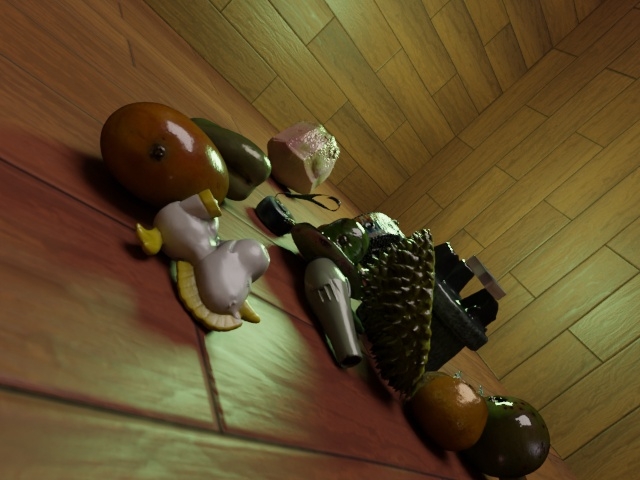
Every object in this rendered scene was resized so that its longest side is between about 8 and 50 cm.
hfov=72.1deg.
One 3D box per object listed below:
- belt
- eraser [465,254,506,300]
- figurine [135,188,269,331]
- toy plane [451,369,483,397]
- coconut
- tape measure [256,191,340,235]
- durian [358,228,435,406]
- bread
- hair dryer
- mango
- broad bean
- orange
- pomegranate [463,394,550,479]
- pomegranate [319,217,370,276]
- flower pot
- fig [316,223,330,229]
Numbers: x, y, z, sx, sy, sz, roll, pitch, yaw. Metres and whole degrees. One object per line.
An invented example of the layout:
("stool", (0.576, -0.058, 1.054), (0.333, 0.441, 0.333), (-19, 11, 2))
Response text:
("belt", (0.181, 0.020, 1.479), (0.257, 0.207, 0.150), (25, 26, -46))
("eraser", (0.365, 0.080, 0.972), (0.065, 0.026, 0.105), (42, 18, -28))
("figurine", (-0.130, 0.029, 0.527), (0.178, 0.109, 0.129), (48, 37, 0))
("toy plane", (0.449, 0.479, 1.267), (0.226, 0.058, 0.226), (3, 43, -53))
("coconut", (-0.071, -0.289, 1.554), (0.233, 0.245, 0.233), (30, -34, 23))
("tape measure", (-0.055, -0.085, 1.022), (0.104, 0.179, 0.107), (65, 11, 5))
("durian", (0.177, 0.116, 0.843), (0.169, 0.158, 0.352), (39, 49, -32))
("bread", (0.013, 0.049, 0.954), (0.228, 0.033, 0.228), (43, -14, 14))
("hair dryer", (0.045, 0.162, 0.817), (0.225, 0.088, 0.219), (59, 10, -27))
("mango", (-0.196, -0.099, 0.597), (0.151, 0.120, 0.221), (38, -3, 18))
("broad bean", (-0.211, -0.175, 0.916), (0.189, 0.121, 0.263), (35, 1, -38))
("orange", (0.243, 0.315, 0.831), (0.157, 0.134, 0.156), (57, 11, -17))
("pomegranate", (0.370, 0.427, 0.911), (0.179, 0.211, 0.179), (18, -13, 4))
("pomegranate", (0.062, 0.040, 1.123), (0.191, 0.152, 0.131), (66, -8, -30))
("flower pot", (0.279, 0.175, 1.079), (0.299, 0.283, 0.299), (44, 10, -10))
("fig", (0.000, 0.000, 1.202), (0.125, 0.089, 0.089), (-9, 54, -51))
